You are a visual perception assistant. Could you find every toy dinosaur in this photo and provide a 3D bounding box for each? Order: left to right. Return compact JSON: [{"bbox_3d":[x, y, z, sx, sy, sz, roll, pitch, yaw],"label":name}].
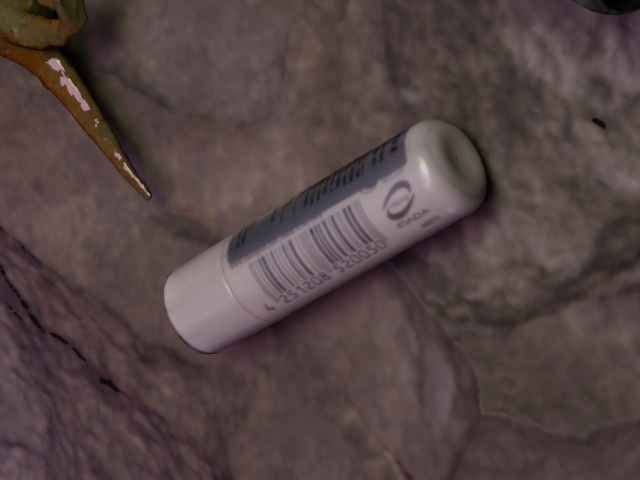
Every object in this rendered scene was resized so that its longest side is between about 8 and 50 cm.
[{"bbox_3d":[-0.133,-0.091,0.702,0.126,0.039,0.162,-4,101,45],"label":"toy dinosaur"}]

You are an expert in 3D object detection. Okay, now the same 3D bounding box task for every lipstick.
[{"bbox_3d":[0.000,0.000,0.619,0.141,0.040,0.040,-31,81,35],"label":"lipstick"}]

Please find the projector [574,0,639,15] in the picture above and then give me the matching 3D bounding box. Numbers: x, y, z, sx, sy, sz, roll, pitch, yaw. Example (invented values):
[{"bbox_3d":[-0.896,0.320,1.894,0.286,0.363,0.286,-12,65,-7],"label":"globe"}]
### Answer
[{"bbox_3d":[-0.022,-0.187,0.561,0.337,0.108,0.108,29,114,27],"label":"projector"}]
